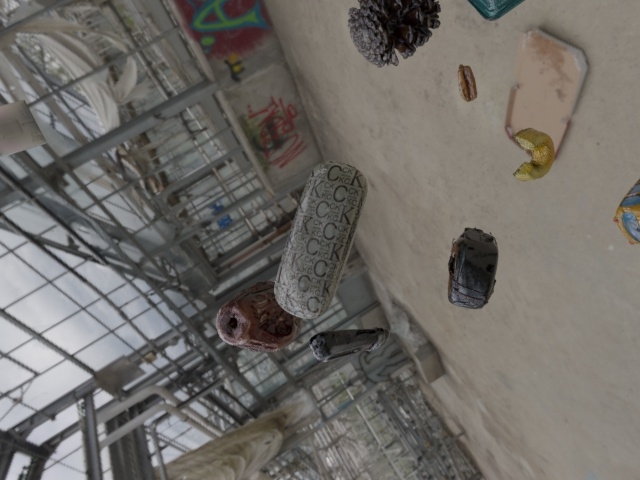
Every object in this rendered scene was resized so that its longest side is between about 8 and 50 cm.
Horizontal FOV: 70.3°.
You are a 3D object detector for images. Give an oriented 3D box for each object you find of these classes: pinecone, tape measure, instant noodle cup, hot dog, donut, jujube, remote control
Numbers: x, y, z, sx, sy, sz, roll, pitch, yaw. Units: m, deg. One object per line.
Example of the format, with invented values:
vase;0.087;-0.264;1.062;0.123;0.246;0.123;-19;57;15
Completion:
pinecone;0.235;-0.670;1.398;0.246;0.292;0.246;62;170;19
tape measure;0.425;0.085;1.269;0.202;0.135;0.223;90;-165;-45
instant noodle cup;0.444;-0.632;1.093;0.070;0.179;0.157;38;-154;-47
hot dog;0.538;-0.580;1.677;0.038;0.062;0.144;-92;-22;-56
donut;0.724;-0.288;1.528;0.078;0.146;0.181;-153;56;-64
jujube;-0.156;0.202;1.207;0.197;0.197;0.290;57;-163;15
remote control;0.089;0.274;1.203;0.090;0.266;0.066;-43;55;40

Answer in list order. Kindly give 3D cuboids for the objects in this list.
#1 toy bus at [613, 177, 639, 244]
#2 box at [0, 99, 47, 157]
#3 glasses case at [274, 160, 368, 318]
toy bus;0.635;-0.074;0.811;0.126;0.209;0.136;47;171;-13
box;-0.885;-0.319;1.301;0.051;0.129;0.130;4;119;50
glasses case;0.000;0.000;1.004;0.137;0.354;0.085;20;-173;21
